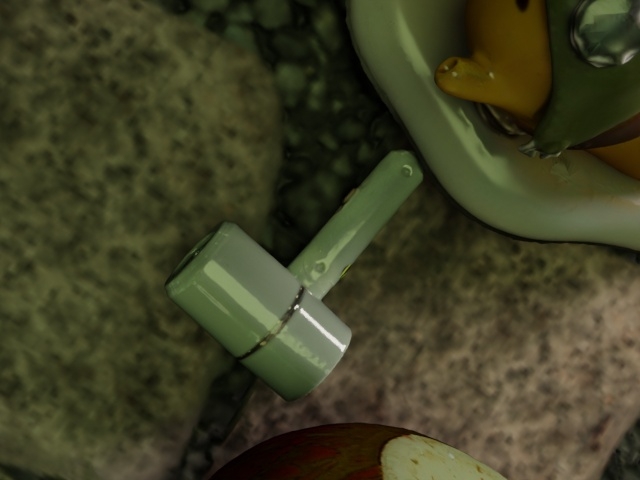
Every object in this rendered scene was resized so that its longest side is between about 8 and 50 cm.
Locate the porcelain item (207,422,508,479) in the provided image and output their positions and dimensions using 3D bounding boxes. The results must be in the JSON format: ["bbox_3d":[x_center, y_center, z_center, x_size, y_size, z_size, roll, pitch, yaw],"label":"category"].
[{"bbox_3d":[0.019,0.210,0.344,0.253,0.253,0.252,-1,94,-12],"label":"porcelain item"}]

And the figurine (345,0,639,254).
[{"bbox_3d":[0.145,-0.083,0.379,0.250,0.141,0.166,19,79,-15],"label":"figurine"}]

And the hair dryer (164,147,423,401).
[{"bbox_3d":[0.000,0.000,0.415,0.082,0.047,0.137,44,79,-11],"label":"hair dryer"}]
